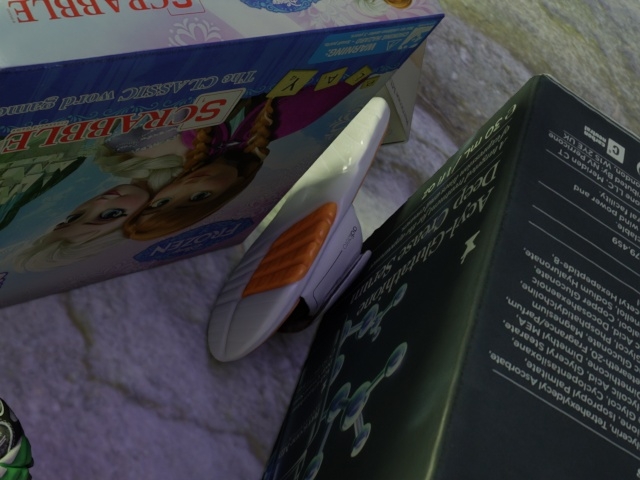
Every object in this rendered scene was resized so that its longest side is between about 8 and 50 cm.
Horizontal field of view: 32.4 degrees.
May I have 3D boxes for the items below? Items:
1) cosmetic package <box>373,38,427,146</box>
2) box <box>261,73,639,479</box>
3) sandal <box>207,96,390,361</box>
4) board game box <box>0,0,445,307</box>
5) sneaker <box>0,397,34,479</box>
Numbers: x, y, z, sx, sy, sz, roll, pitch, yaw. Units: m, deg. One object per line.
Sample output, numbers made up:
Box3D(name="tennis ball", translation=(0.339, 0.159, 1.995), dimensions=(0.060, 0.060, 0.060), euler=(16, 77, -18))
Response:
Box3D(name="cosmetic package", translation=(0.032, -0.247, 1.055), dimensions=(0.160, 0.113, 0.309), euler=(60, 32, -44))
Box3D(name="box", translation=(0.117, 0.136, 0.784), dimensions=(0.212, 0.293, 0.395), euler=(31, 49, -11))
Box3D(name="sandal", translation=(0.007, -0.001, 0.904), dimensions=(0.076, 0.102, 0.265), euler=(42, 65, -26))
Box3D(name="board game box", translation=(-0.123, -0.064, 0.743), dimensions=(0.318, 0.318, 0.066), euler=(-16, 71, -38))
Box3D(name="sneaker", translation=(-0.288, 0.127, 0.576), dimensions=(0.343, 0.134, 0.146), euler=(-11, 84, -62))
